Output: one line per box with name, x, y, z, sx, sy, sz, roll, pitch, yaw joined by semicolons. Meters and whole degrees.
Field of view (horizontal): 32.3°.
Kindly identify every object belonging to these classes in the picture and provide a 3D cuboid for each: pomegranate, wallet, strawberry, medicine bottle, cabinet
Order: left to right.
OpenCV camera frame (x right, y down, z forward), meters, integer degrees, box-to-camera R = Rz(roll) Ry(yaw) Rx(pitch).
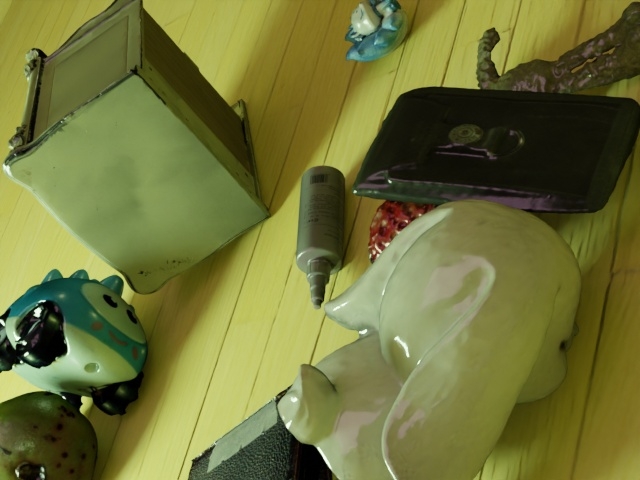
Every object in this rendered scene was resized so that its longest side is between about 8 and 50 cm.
pomegranate;-0.398;0.304;1.521;0.210;0.179;0.179;127;160;-61
cabinet;-0.258;-0.152;1.565;0.227;0.290;0.318;-33;35;14
wallet;-0.076;0.292;1.170;0.221;0.071;0.262;-42;29;30
medicine bottle;0.000;0.000;1.320;0.058;0.058;0.199;-33;40;35
strawberry;0.118;-0.010;1.091;0.148;0.131;0.131;-49;32;15
wallet;0.165;-0.088;1.038;0.245;0.052;0.168;6;42;29

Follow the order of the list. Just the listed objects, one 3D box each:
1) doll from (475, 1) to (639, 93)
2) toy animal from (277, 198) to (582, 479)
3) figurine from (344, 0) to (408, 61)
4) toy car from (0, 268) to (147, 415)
doll;0.209;-0.136;1.134;0.286;0.091;0.202;4;85;41
toy animal;0.109;0.090;0.948;0.265;0.206;0.271;-50;29;19
figurine;0.066;-0.275;1.448;0.114;0.079;0.114;-28;48;36
toy car;-0.348;0.131;1.574;0.255;0.188;0.190;-12;46;51
